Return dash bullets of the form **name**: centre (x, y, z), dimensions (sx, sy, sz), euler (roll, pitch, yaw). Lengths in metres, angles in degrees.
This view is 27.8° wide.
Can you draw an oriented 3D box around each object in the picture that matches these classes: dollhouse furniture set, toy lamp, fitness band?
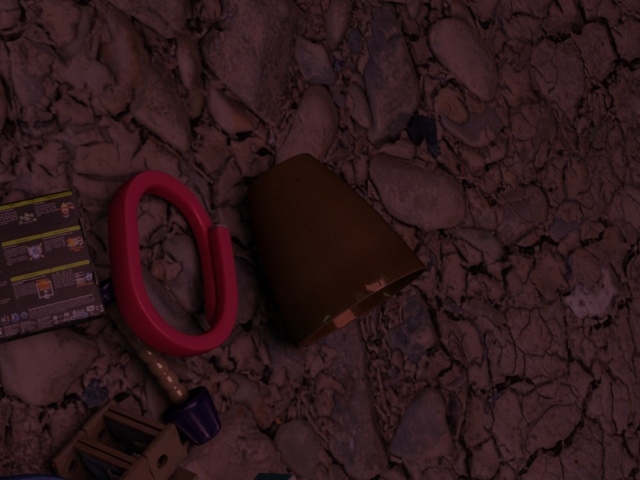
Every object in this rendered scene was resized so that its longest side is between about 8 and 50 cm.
- **dollhouse furniture set**: centre (-0.261, 0.344, 1.797), dimensions (0.129, 0.129, 0.183), euler (-47, 136, -34)
- **toy lamp**: centre (-0.238, 0.175, 1.863), dimensions (0.080, 0.080, 0.274), euler (-39, 102, -36)
- **fitness band**: centre (-0.213, 0.032, 1.880), dimensions (0.209, 0.054, 0.290), euler (19, 52, -45)

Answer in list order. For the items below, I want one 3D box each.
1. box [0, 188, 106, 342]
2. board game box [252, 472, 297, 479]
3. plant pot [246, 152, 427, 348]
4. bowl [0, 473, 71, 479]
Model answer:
- **box**: centre (-0.407, 0.039, 1.759), dimensions (0.191, 0.045, 0.184), euler (-15, 85, -18)
- **board game box**: centre (-0.104, 0.523, 1.769), dimensions (0.336, 0.079, 0.253), euler (-42, 113, -41)
- **plant pot**: centre (0.000, 0.000, 2.009), dimensions (0.237, 0.237, 0.254), euler (-24, 78, -38)
- **bowl**: centre (-0.393, 0.478, 1.596), dimensions (0.391, 0.077, 0.391), euler (-8, 101, -50)
